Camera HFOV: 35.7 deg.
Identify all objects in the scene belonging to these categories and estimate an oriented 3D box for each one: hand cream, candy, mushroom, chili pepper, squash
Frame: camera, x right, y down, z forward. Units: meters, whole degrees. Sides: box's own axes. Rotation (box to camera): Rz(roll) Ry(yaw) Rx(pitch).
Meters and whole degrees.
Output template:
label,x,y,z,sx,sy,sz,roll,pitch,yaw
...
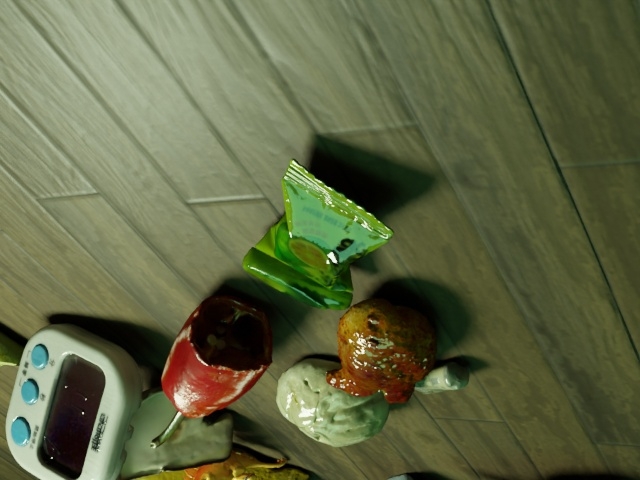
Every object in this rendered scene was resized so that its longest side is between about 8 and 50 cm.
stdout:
label,x,y,z,sx,sy,sz,roll,pitch,yaw
hand cream,0.166,0.203,1.444,0.061,0.039,0.143,23,158,-19
candy,0.000,0.000,1.181,0.149,0.069,0.246,26,153,-2
mushroom,-0.293,0.330,1.801,0.236,0.162,0.173,-6,-173,-30
chili pepper,-0.173,0.200,1.520,0.135,0.131,0.338,2,150,-21
squash,-0.610,0.179,1.772,0.200,0.075,0.090,43,167,-31

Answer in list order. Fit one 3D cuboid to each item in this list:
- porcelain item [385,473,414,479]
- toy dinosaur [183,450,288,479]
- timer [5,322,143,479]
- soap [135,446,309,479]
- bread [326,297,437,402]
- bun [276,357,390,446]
label,x,y,z,sx,sy,sz,roll,pitch,yaw
porcelain item,0.232,0.627,1.807,0.405,0.242,0.178,48,164,-7
toy dinosaur,-0.186,0.427,1.847,0.117,0.070,0.288,13,-165,37
timer,-0.409,0.280,1.659,0.237,0.262,0.087,20,-171,27
soap,-0.232,0.455,1.912,0.339,0.169,0.304,-1,153,28
bread,0.083,0.164,1.361,0.139,0.095,0.269,15,143,3
bun,0.017,0.262,1.543,0.183,0.102,0.183,11,146,8
